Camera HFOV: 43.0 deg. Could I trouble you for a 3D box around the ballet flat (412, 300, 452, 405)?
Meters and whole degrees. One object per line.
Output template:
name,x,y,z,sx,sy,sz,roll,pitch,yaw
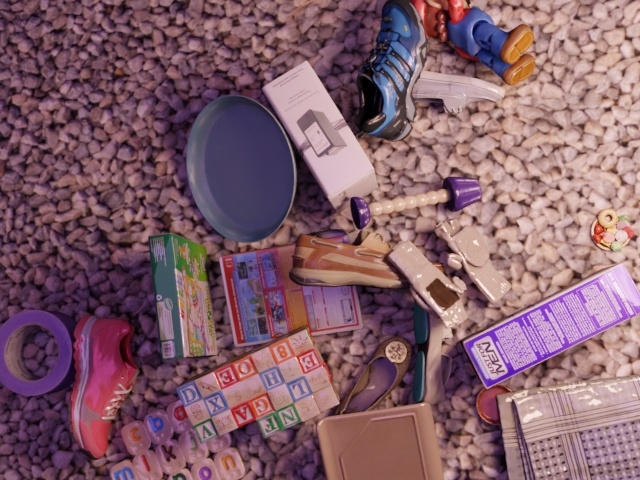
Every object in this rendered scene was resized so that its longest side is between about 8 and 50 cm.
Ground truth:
ballet flat,0.236,0.223,1.697,0.086,0.086,0.248,3,85,9

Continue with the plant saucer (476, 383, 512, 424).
plant saucer,0.366,0.341,1.688,0.083,0.013,0.084,-1,84,8

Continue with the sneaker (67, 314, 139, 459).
sneaker,-0.463,0.317,1.761,0.136,0.116,0.314,-2,83,7

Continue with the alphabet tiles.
alphabet tiles,-0.311,0.502,1.764,0.284,0.021,0.278,-26,81,5

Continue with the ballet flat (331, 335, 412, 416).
ballet flat,0.106,0.308,1.707,0.084,0.058,0.250,39,90,10

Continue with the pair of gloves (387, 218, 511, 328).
pair of gloves,0.273,0.060,1.657,0.240,0.042,0.204,-25,76,-37

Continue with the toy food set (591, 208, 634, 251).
toy food set,0.608,-0.020,1.692,0.082,0.020,0.083,29,88,10

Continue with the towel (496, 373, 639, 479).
towel,0.530,0.440,1.624,0.324,0.056,0.312,-10,84,6

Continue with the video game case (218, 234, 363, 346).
video game case,-0.064,0.110,1.754,0.285,0.025,0.204,-9,94,7

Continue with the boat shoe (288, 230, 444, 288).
boat shoe,0.098,0.039,1.670,0.324,0.122,0.120,3,87,-15

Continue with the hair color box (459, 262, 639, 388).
hair color box,0.450,0.170,1.609,0.338,0.185,0.110,-26,82,5

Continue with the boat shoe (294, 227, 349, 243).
boat shoe,0.000,0.000,1.769,0.125,0.038,0.046,-9,82,7

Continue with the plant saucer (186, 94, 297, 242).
plant saucer,-0.165,-0.153,1.740,0.317,0.043,0.318,11,108,37

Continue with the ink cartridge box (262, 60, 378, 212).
ink cartridge box,0.005,-0.211,1.712,0.114,0.198,0.273,-31,81,2

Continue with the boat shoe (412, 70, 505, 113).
boat shoe,0.280,-0.312,1.752,0.227,0.079,0.081,12,92,15

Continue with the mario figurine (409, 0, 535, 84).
mario figurine,0.324,-0.469,1.701,0.320,0.170,0.198,43,134,31

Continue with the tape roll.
tape roll,-0.626,0.249,1.811,0.189,0.080,0.189,-1,83,7

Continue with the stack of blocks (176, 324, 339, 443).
stack of blocks,-0.128,0.318,1.702,0.297,0.087,0.171,-24,91,1

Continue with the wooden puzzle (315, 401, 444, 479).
wooden puzzle,0.125,0.446,1.670,0.238,0.044,0.221,-11,104,3

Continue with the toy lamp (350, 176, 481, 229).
toy lamp,0.204,-0.081,1.705,0.274,0.080,0.080,-13,81,-9

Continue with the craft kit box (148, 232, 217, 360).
craft kit box,-0.282,0.123,1.692,0.061,0.246,0.250,-8,83,4

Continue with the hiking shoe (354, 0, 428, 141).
hiking shoe,0.142,-0.361,1.695,0.113,0.132,0.304,6,95,47
